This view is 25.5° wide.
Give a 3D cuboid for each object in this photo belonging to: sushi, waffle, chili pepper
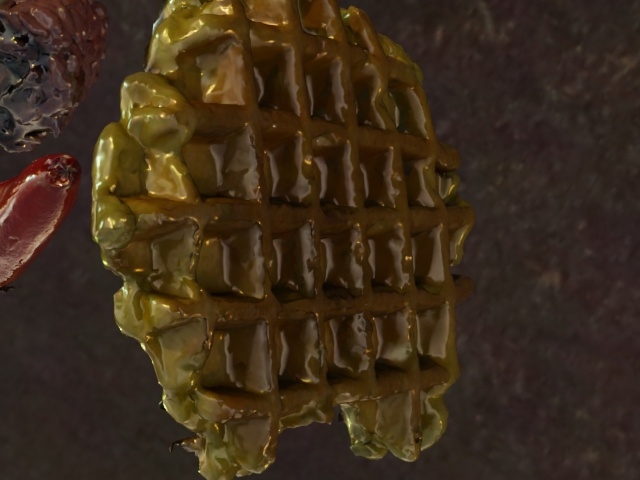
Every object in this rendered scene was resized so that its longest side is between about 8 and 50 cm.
[{"bbox_3d":[-0.393,-0.233,1.656,0.270,0.171,0.236,17,138,1],"label":"sushi"},{"bbox_3d":[-0.006,-0.004,0.734,0.058,0.281,0.301,-7,153,35],"label":"waffle"},{"bbox_3d":[-0.213,-0.026,1.046,0.065,0.088,0.169,16,156,-26],"label":"chili pepper"}]
